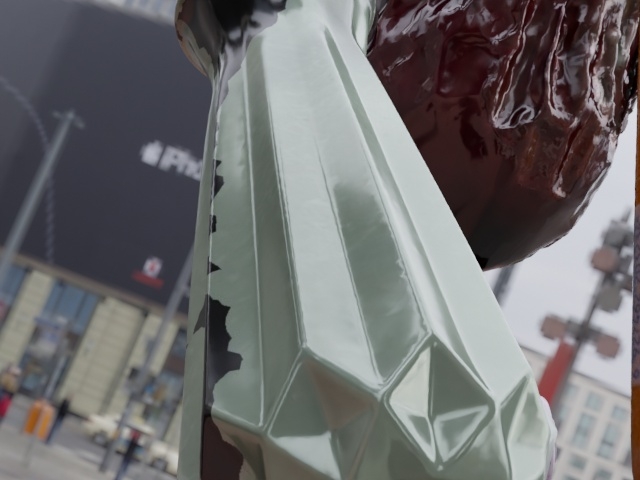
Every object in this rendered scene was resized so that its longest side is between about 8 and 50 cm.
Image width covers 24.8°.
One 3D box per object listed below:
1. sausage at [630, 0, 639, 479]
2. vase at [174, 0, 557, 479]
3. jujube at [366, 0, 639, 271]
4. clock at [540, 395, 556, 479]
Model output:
[{"bbox_3d":[0.139,-0.053,0.517,0.053,0.347,0.053,3,-11,1],"label":"sausage"},{"bbox_3d":[0.000,0.000,0.703,0.165,0.165,0.360,29,33,-35],"label":"vase"},{"bbox_3d":[0.142,-0.159,1.192,0.258,0.376,0.258,21,-6,2],"label":"jujube"},{"bbox_3d":[0.141,0.292,1.272,0.113,0.295,0.322,-2,-14,1],"label":"clock"}]
